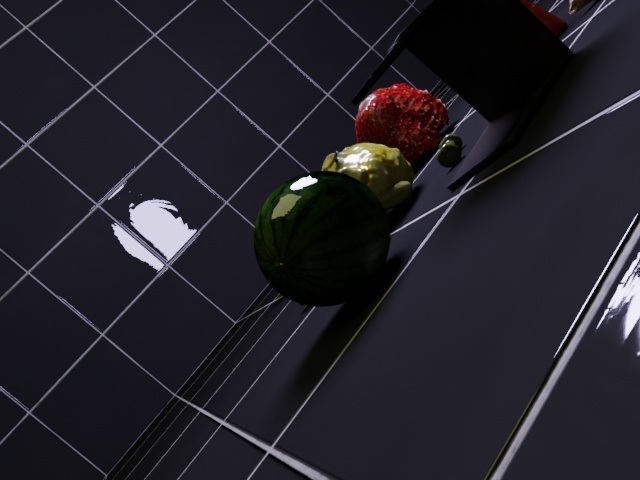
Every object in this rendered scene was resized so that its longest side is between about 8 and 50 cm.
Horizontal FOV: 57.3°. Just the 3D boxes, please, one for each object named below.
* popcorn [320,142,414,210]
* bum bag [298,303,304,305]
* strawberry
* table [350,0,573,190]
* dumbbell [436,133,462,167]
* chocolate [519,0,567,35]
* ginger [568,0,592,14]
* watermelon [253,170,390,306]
[{"bbox_3d":[0.098,-0.127,1.386,0.252,0.215,0.286,-43,7,-9],"label":"popcorn"},{"bbox_3d":[0.016,0.064,1.497,0.248,0.060,0.123,-54,6,-39],"label":"bum bag"},{"bbox_3d":[0.224,-0.326,1.680,0.261,0.257,0.261,-57,5,8],"label":"strawberry"},{"bbox_3d":[0.246,-0.287,1.032,0.282,0.250,0.196,-52,6,-31],"label":"table"},{"bbox_3d":[0.275,-0.193,1.246,0.052,0.046,0.118,-53,2,25],"label":"dumbbell"},{"bbox_3d":[0.436,-0.522,1.409,0.108,0.235,0.237,-61,2,13],"label":"chocolate"},{"bbox_3d":[0.602,-0.568,1.199,0.214,0.059,0.133,-50,9,-2],"label":"ginger"},{"bbox_3d":[0.003,-0.002,1.024,0.242,0.242,0.242,-48,4,5],"label":"watermelon"}]
